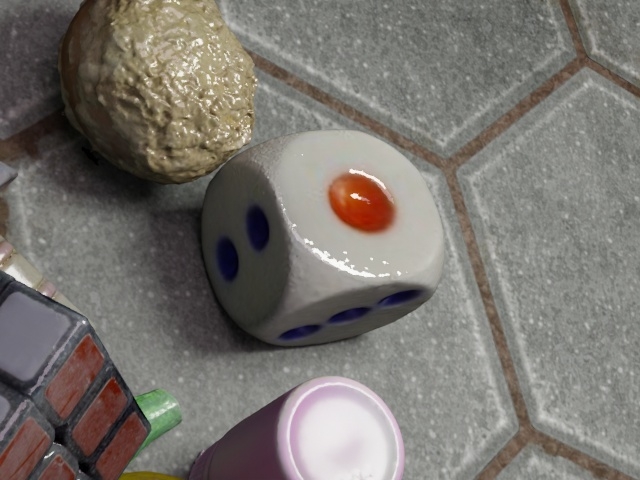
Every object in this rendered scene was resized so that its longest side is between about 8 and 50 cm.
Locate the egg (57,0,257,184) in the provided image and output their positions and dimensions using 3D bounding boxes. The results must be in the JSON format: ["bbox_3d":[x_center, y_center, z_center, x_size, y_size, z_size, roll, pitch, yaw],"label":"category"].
[{"bbox_3d":[-0.228,-0.226,1.778,0.279,0.279,0.310,-30,83,-37],"label":"egg"}]

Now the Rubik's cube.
[{"bbox_3d":[-0.405,0.197,1.351,0.301,0.305,0.304,27,65,18],"label":"Rubik's cube"}]

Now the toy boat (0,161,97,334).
[{"bbox_3d":[-0.453,0.056,1.611,0.276,0.111,0.293,-30,94,-29],"label":"toy boat"}]

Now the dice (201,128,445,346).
[{"bbox_3d":[0.000,0.000,1.804,0.259,0.251,0.243,-7,69,-32],"label":"dice"}]

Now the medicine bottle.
[{"bbox_3d":[-0.038,0.293,1.611,0.178,0.290,0.178,12,62,-24],"label":"medicine bottle"}]

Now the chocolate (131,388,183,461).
[{"bbox_3d":[-0.299,0.267,1.599,0.291,0.110,0.110,-25,81,-39],"label":"chocolate"}]

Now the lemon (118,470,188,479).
[{"bbox_3d":[-0.203,0.363,1.552,0.207,0.170,0.170,9,60,0],"label":"lemon"}]
